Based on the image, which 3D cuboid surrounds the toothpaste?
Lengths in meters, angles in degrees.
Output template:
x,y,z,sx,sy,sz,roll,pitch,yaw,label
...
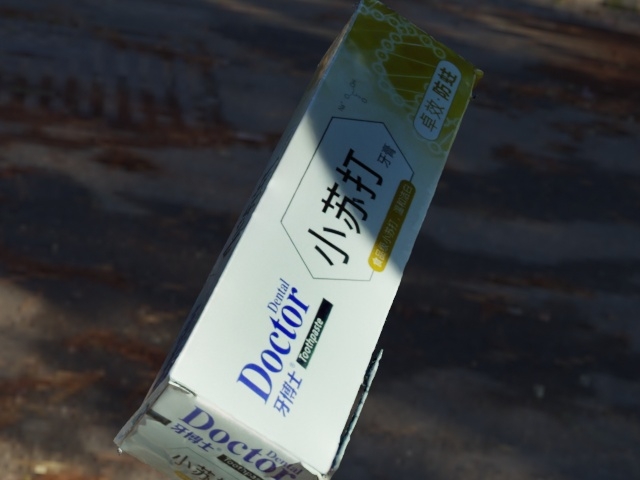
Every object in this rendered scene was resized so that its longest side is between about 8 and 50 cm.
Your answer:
x,y,z,sx,sy,sz,roll,pitch,yaw,label
0.000,0.000,0.789,0.089,0.071,0.313,34,42,-8,toothpaste
